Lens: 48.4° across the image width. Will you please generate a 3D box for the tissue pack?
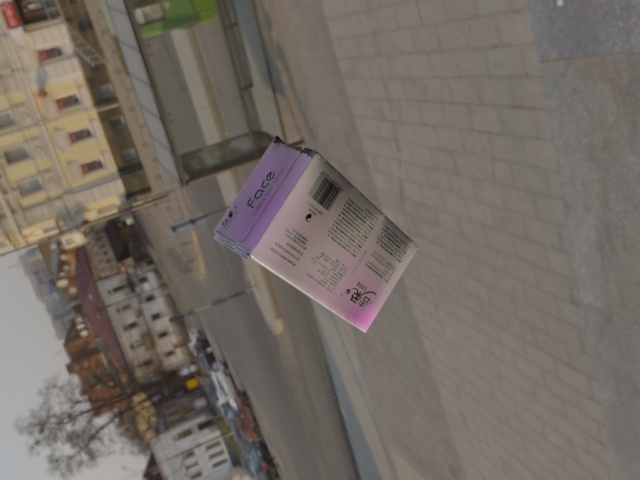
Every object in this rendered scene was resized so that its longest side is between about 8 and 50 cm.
[{"bbox_3d":[0.000,0.000,0.914,0.092,0.149,0.246,27,171,46],"label":"tissue pack"}]
